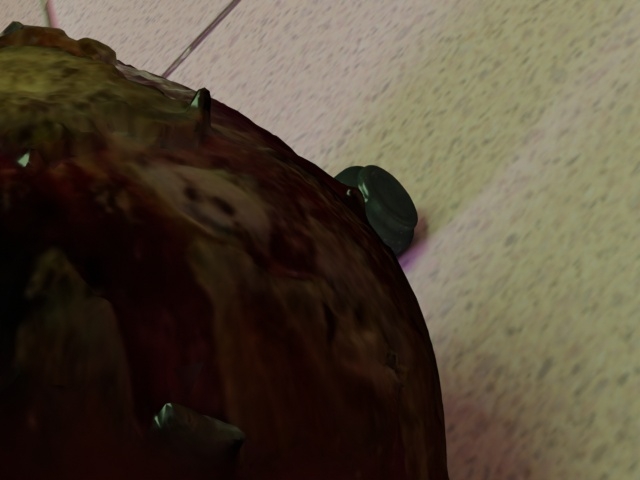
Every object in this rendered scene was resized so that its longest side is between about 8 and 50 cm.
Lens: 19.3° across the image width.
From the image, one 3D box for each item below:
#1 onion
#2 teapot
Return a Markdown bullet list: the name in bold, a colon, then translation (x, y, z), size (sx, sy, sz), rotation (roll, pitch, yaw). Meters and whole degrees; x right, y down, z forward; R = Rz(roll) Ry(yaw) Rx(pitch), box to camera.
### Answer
- **onion**: translation (-0.131, 0.120, 0.701), size (0.348, 0.348, 0.385), rotation (-112, 28, -65)
- **teapot**: translation (0.003, 0.003, 0.910), size (0.083, 0.049, 0.063), rotation (-40, -4, 25)
